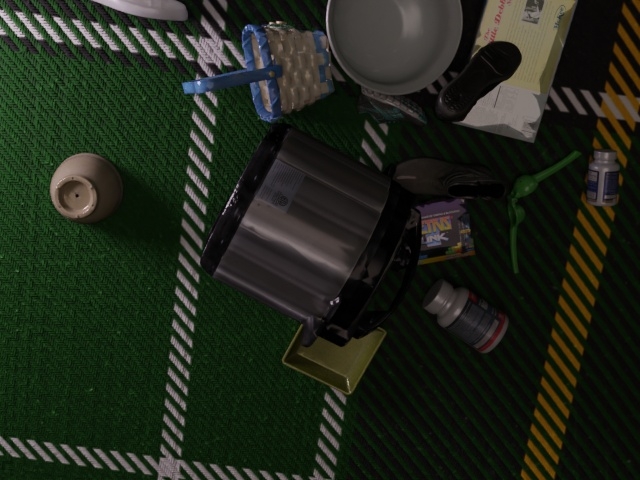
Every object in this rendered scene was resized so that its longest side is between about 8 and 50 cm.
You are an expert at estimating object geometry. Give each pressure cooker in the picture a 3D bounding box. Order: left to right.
[{"bbox_3d":[0.001,0.000,1.838,0.420,0.375,0.370,27,112,-4],"label":"pressure cooker"}]

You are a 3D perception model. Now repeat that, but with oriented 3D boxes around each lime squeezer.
[{"bbox_3d":[0.466,-0.080,1.988,0.110,0.059,0.310,15,106,-34],"label":"lime squeezer"}]

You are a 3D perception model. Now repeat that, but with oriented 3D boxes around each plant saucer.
[{"bbox_3d":[0.032,0.245,2.080,0.188,0.045,0.188,27,104,-6],"label":"plant saucer"}]

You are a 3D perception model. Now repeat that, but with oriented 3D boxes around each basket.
[{"bbox_3d":[-0.134,-0.345,1.825,0.289,0.255,0.201,-18,106,-13],"label":"basket"}]

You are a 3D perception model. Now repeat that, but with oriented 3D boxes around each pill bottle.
[{"bbox_3d":[0.330,0.169,2.020,0.180,0.108,0.108,34,103,-8],"label":"pill bottle"},{"bbox_3d":[0.627,-0.140,1.951,0.067,0.067,0.120,0,105,1],"label":"pill bottle"}]

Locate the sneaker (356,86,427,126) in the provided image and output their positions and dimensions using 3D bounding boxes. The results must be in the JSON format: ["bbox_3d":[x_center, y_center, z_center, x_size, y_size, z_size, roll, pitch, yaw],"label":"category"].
[{"bbox_3d":[0.154,-0.284,1.935,0.166,0.065,0.076,27,121,-2],"label":"sneaker"}]

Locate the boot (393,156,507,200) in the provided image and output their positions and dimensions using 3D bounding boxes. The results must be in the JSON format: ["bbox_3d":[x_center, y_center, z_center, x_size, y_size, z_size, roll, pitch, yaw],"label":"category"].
[{"bbox_3d":[0.272,-0.129,1.913,0.246,0.161,0.083,-1,105,1],"label":"boot"}]

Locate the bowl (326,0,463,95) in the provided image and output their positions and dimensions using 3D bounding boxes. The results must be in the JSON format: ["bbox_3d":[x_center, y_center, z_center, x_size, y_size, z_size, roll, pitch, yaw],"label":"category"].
[{"bbox_3d":[0.133,-0.450,1.824,0.298,0.134,0.298,-3,100,-18],"label":"bowl"}]

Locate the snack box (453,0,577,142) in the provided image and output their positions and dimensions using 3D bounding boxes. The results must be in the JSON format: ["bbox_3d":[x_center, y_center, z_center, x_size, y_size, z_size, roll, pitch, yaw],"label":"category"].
[{"bbox_3d":[0.412,-0.388,1.891,0.187,0.060,0.322,14,105,-1],"label":"snack box"}]

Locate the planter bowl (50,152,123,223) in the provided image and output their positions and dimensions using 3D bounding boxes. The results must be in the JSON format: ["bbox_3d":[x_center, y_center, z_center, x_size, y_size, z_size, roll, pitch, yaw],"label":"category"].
[{"bbox_3d":[-0.533,-0.107,1.966,0.162,0.109,0.162,1,105,2],"label":"planter bowl"}]

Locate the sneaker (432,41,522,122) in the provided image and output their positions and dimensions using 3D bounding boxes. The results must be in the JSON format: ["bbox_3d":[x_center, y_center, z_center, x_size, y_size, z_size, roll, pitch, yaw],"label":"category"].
[{"bbox_3d":[0.319,-0.327,1.846,0.227,0.130,0.087,-44,92,-14],"label":"sneaker"}]

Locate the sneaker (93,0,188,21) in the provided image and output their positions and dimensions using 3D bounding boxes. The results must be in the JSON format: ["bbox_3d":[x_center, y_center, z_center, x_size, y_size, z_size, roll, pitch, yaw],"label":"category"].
[{"bbox_3d":[-0.410,-0.546,1.844,0.290,0.106,0.123,19,107,-2],"label":"sneaker"}]

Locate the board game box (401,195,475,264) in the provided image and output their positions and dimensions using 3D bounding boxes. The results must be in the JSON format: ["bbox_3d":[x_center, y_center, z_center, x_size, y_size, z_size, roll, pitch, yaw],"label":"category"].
[{"bbox_3d":[0.257,-0.023,2.001,0.170,0.048,0.141,-11,106,4],"label":"board game box"}]
